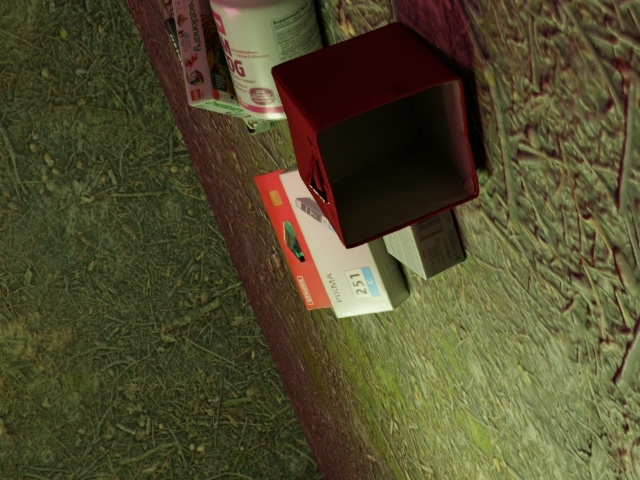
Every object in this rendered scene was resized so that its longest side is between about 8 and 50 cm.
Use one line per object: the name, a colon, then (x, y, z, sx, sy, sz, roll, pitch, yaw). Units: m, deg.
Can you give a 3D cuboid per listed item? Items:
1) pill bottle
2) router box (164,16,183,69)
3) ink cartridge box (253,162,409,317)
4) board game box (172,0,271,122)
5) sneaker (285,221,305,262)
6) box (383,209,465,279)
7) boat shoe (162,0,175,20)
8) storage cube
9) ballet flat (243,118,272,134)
pill bottle: (-0.086, -0.350, 1.600, 0.160, 0.160, 0.283, 52, 162, 47)
router box: (-0.250, -0.425, 2.211, 0.046, 0.133, 0.178, 35, 147, 66)
ink cartridge box: (0.000, 0.000, 1.846, 0.261, 0.066, 0.296, -12, 105, 42)
board game box: (-0.157, -0.319, 1.766, 0.305, 0.053, 0.192, -3, -97, -70)
sneaker: (-0.024, 0.012, 2.167, 0.275, 0.110, 0.107, 51, 161, 52)
box: (0.140, -0.028, 1.483, 0.137, 0.072, 0.126, 40, 152, 62)
boat shoe: (-0.280, -0.591, 2.087, 0.120, 0.123, 0.323, -11, -100, -58)
storage cube: (0.065, -0.138, 1.272, 0.193, 0.215, 0.183, -121, 12, -52)
ballet flat: (-0.146, -0.303, 2.162, 0.072, 0.068, 0.213, 58, 166, 30)
